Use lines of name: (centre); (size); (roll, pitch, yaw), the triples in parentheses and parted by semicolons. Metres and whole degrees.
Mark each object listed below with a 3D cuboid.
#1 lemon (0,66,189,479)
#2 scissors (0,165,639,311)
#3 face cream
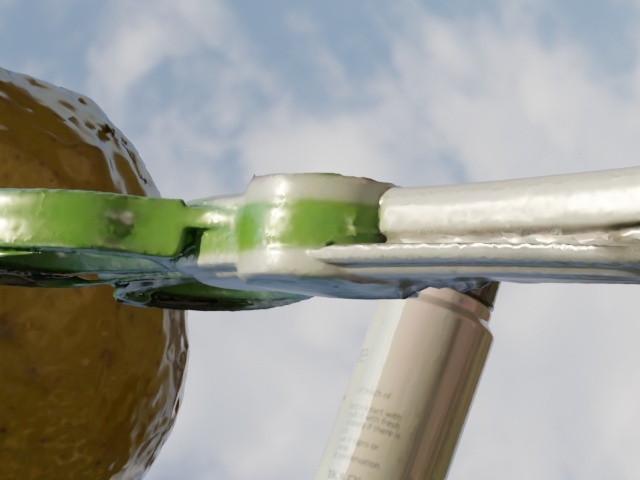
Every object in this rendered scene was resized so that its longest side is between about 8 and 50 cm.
lemon: (-0.195, 0.035, 0.941); (0.253, 0.254, 0.310); (-39, -49, -49)
scissors: (0.000, 0.000, 0.401); (0.101, 0.204, 0.027); (10, -100, -42)
face cream: (0.065, 0.105, 1.238); (0.092, 0.092, 0.311); (28, -105, -31)
